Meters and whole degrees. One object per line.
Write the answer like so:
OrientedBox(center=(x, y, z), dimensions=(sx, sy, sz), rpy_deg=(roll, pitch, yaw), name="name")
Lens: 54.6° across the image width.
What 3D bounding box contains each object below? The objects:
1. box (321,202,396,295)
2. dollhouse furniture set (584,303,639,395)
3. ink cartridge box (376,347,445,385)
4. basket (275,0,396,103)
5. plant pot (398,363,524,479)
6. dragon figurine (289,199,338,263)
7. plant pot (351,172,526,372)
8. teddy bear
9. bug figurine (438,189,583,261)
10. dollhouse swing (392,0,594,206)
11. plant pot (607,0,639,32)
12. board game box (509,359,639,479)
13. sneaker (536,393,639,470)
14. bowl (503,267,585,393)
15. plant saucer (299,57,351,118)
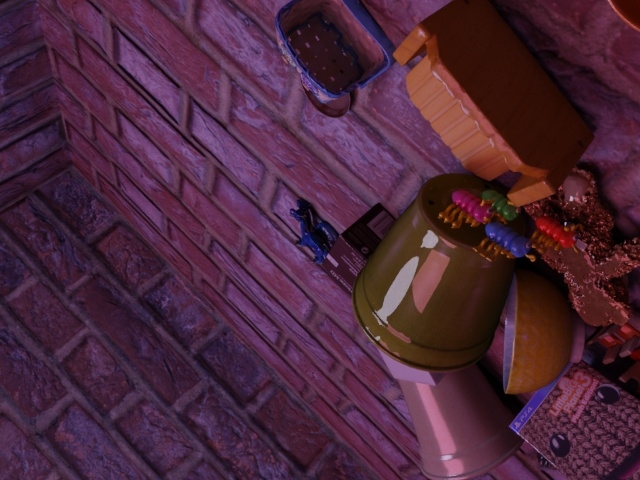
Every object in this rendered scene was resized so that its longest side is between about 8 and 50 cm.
OrientedBox(center=(0.137, 0.038, 1.753), dimensions=(0.168, 0.167, 0.203), rpy_deg=(44, 151, 8), name="box")
OrientedBox(center=(0.720, 0.231, 1.257), dimensions=(0.262, 0.135, 0.259), rpy_deg=(42, 162, 13), name="dollhouse furniture set")
OrientedBox(center=(0.292, 0.256, 1.731), dimensions=(0.168, 0.232, 0.171), rpy_deg=(-6, 120, 54), name="ink cartridge box")
OrientedBox(center=(0.033, -0.423, 1.305), dimensions=(0.255, 0.201, 0.289), rpy_deg=(51, 161, -2), name="basket")
OrientedBox(center=(0.384, 0.478, 1.827), dimensions=(0.333, 0.333, 0.306), rpy_deg=(-19, 99, 60), name="plant pot")
OrientedBox(center=(0.000, 0.000, 1.982), dimensions=(0.289, 0.085, 0.144), rpy_deg=(46, 152, 9), name="dragon figurine")
OrientedBox(center=(0.285, 0.051, 1.410), dimensions=(0.366, 0.366, 0.353), rpy_deg=(37, 141, 20), name="plant pot")
OrientedBox(center=(0.534, 0.004, 1.248), dimensions=(0.338, 0.113, 0.245), rpy_deg=(55, 146, 5), name="teddy bear")
OrientedBox(center=(0.352, -0.033, 1.145), dimensions=(0.216, 0.279, 0.072), rpy_deg=(38, 119, 35), name="bug figurine")
OrientedBox(center=(0.263, -0.222, 1.171), dimensions=(0.347, 0.315, 0.305), rpy_deg=(50, 141, -3), name="dollhouse swing")
OrientedBox(center=(0.480, -0.376, 0.755), dimensions=(0.205, 0.188, 0.205), rpy_deg=(34, 147, 26), name="plant pot")
OrientedBox(center=(0.623, 0.435, 1.383), dimensions=(0.141, 0.232, 0.291), rpy_deg=(35, -178, -41), name="board game box")
OrientedBox(center=(0.737, 0.492, 1.550), dimensions=(0.182, 0.158, 0.410), rpy_deg=(19, 150, -17), name="sneaker")
OrientedBox(center=(0.504, 0.209, 1.400), dimensions=(0.156, 0.290, 0.290), rpy_deg=(4, 136, 13), name="bowl")
OrientedBox(center=(0.018, -0.387, 1.552), dimensions=(0.168, 0.029, 0.168), rpy_deg=(34, 148, 24), name="plant saucer")
